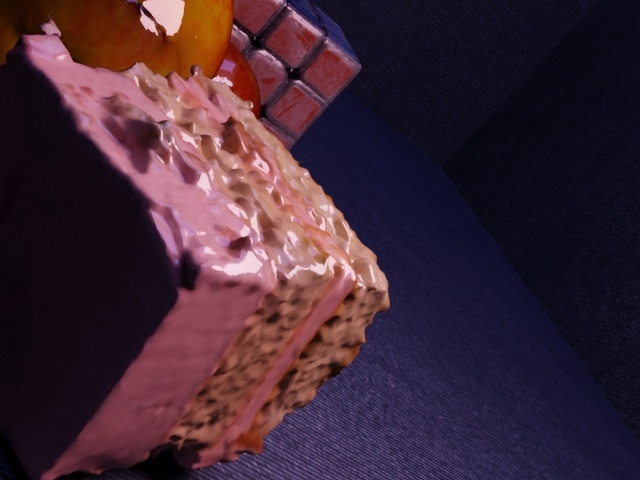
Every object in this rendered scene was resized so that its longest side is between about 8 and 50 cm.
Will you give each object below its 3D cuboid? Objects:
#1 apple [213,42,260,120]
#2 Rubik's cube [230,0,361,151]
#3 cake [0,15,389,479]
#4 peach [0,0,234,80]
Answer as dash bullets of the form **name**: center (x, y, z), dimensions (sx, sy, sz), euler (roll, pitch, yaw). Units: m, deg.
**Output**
- **apple**: center (-0.207, -0.226, 1.567), dimensions (0.230, 0.230, 0.230), euler (40, 15, -13)
- **Rubik's cube**: center (-0.136, -0.372, 1.997), dimensions (0.305, 0.304, 0.301), euler (39, 15, -22)
- **cake**: center (-0.151, 0.027, 0.890), dimensions (0.314, 0.293, 0.307), euler (46, 20, 25)
- **peach**: center (-0.289, -0.301, 1.296), dimensions (0.370, 0.370, 0.370), euler (40, 15, -13)
